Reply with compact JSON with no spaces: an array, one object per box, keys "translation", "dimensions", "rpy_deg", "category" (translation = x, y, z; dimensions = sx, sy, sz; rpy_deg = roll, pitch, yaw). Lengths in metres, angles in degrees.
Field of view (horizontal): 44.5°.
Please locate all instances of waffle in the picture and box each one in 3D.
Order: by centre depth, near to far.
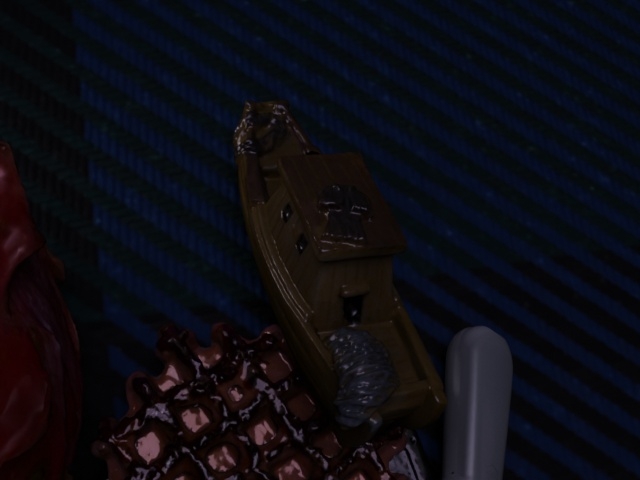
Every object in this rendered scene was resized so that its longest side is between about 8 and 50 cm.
[{"translation":[-0.045,0.162,0.558],"dimensions":[0.234,0.055,0.221],"rpy_deg":[13,62,-11],"category":"waffle"}]

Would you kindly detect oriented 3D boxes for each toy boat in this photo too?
[{"translation":[0.000,0.000,0.582],"dimensions":[0.089,0.122,0.321],"rpy_deg":[-7,49,-20],"category":"toy boat"}]

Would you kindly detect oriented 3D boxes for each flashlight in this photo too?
[{"translation":[0.115,0.160,0.603],"dimensions":[0.093,0.047,0.201],"rpy_deg":[33,53,-34],"category":"flashlight"}]

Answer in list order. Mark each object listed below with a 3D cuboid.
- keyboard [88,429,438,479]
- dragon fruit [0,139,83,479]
[{"translation":[-0.041,0.187,0.585],"dimensions":[0.262,0.016,0.106],"rpy_deg":[-14,70,-17],"category":"keyboard"},{"translation":[-0.312,0.042,0.427],"dimensions":[0.370,0.249,0.386],"rpy_deg":[23,41,18],"category":"dragon fruit"}]
